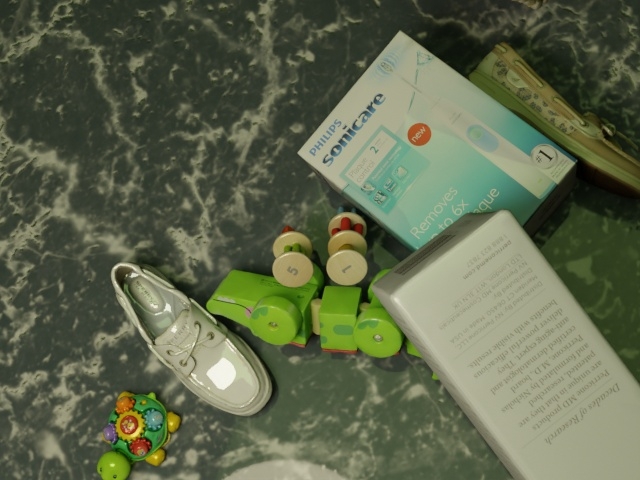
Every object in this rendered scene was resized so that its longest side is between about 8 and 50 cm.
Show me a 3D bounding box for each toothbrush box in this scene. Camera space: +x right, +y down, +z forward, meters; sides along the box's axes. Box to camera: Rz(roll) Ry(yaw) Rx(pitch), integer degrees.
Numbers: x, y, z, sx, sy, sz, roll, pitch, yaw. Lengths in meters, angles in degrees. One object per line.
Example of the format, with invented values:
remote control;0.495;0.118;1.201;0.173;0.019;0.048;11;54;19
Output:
toothbrush box;0.155;-0.095;1.471;0.295;0.126;0.216;41;89;18

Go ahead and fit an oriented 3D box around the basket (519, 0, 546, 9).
basket;0.210;-0.507;1.434;0.331;0.328;0.266;44;111;16

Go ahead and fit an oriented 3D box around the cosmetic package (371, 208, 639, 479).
cosmetic package;0.261;0.189;1.261;0.161;0.230;0.453;-37;93;-2

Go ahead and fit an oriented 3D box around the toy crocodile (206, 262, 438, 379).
toy crocodile;0.018;0.102;1.465;0.340;0.105;0.115;7;36;13

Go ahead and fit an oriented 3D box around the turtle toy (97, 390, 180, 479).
turtle toy;-0.251;0.261;1.486;0.095;0.066;0.130;22;81;15

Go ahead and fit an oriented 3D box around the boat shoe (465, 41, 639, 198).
boat shoe;0.319;-0.159;1.471;0.285;0.104;0.089;38;88;17

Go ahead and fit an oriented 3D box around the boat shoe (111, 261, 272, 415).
boat shoe;-0.183;0.130;1.491;0.277;0.096;0.098;39;86;17

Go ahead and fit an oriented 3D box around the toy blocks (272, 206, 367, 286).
toy blocks;0.000;0.000;1.474;0.123;0.148;0.054;-2;120;2
